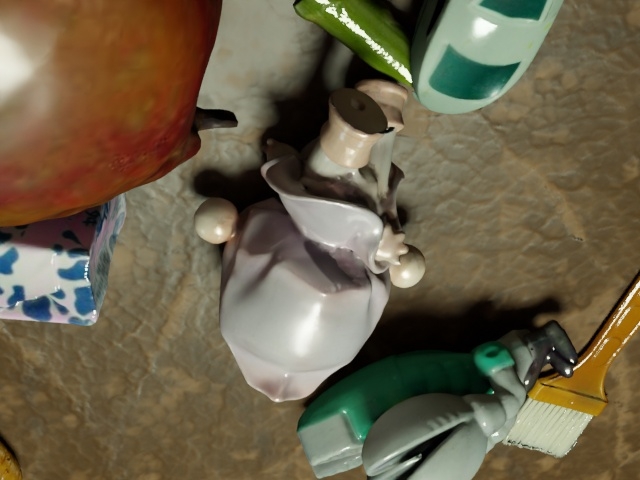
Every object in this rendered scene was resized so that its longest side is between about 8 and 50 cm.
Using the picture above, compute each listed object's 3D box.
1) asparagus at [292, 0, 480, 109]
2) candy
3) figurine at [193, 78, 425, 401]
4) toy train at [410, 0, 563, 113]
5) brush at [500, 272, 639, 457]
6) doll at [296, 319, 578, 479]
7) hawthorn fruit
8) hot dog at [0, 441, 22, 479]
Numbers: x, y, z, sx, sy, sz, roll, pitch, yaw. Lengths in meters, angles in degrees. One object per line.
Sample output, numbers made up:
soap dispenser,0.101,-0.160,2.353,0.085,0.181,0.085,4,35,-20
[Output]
asparagus,0.055,-0.146,0.850,0.178,0.045,0.041,34,147,-28
candy,-0.202,-0.008,0.833,0.092,0.160,0.073,2,121,-3
figurine,0.000,0.001,0.887,0.200,0.133,0.276,12,121,-13
toy train,0.156,-0.258,0.736,0.086,0.088,0.407,10,116,-17
brush,0.283,0.093,1.070,0.090,0.017,0.314,17,120,-23
doll,0.109,0.163,1.002,0.258,0.153,0.195,-35,150,20
hawthorn fruit,-0.207,-0.157,0.655,0.308,0.308,0.324,-10,134,-2
hot dog,-0.339,0.188,1.014,0.071,0.045,0.165,-23,126,9
